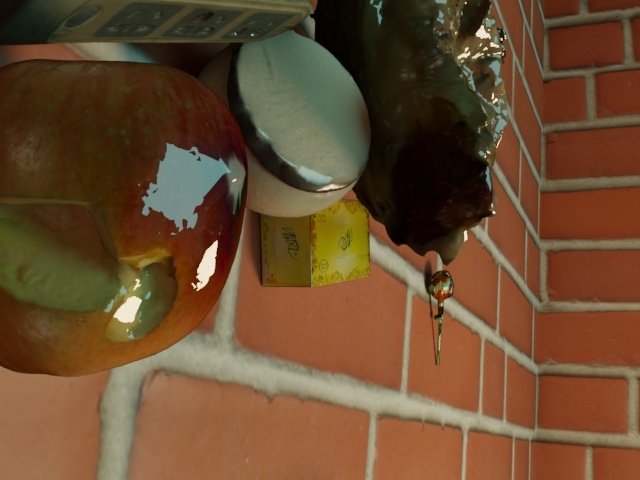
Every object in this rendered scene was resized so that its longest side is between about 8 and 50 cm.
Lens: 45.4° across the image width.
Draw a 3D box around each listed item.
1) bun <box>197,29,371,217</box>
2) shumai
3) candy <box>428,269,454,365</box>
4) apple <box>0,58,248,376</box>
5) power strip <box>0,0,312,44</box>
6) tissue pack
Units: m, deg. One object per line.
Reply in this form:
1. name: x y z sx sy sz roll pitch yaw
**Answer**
1. bun: -0.043 -0.099 0.699 0.173 0.120 0.173 18 60 -34
2. shumai: 0.078 -0.116 0.786 0.283 0.217 0.346 -71 158 -47
3. candy: 0.214 0.141 1.376 0.055 0.049 0.184 -27 122 -56
4. apple: -0.133 -0.012 0.443 0.199 0.199 0.199 -1 90 -66
5. power strip: -0.106 -0.171 0.533 0.286 0.080 0.048 -19 91 -50
6. tissue pack: 0.000 0.000 0.864 0.176 0.062 0.095 -1 90 -65
